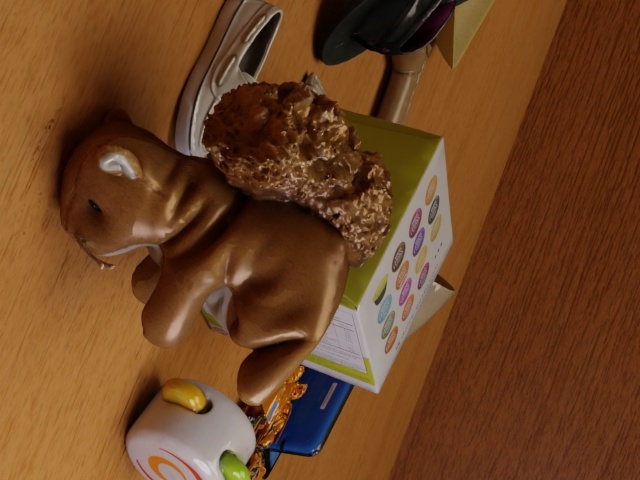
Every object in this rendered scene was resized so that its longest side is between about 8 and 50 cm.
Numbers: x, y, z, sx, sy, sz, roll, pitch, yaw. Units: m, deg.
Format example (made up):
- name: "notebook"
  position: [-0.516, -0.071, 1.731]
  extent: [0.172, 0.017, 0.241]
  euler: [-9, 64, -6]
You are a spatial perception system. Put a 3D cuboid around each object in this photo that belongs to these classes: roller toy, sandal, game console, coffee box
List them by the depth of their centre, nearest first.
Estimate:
- name: "roller toy"
  position: [-0.212, 0.329, 1.675]
  extent: [0.191, 0.209, 0.146]
  euler: [-33, -163, 49]
- name: "coffee box"
  position: [0.000, 0.000, 1.708]
  extent: [0.338, 0.338, 0.334]
  euler: [-62, 158, -24]
- name: "sandal"
  position: [0.199, -0.436, 1.859]
  extent: [0.445, 0.107, 0.167]
  euler: [-29, 157, -6]
- name: "game console"
  position: [-0.014, 0.402, 2.321]
  extent: [0.173, 0.250, 0.293]
  euler: [57, 48, -34]

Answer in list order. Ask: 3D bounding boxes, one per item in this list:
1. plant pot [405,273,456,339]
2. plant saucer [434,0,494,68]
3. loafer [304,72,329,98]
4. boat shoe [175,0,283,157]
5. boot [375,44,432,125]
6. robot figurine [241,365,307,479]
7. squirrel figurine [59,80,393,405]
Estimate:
- name: "plant pot"
  position: [0.145, 0.159, 2.463]
  extent: [0.274, 0.256, 0.256]
  euler: [-55, 162, 8]
- name: "plant saucer"
  position: [0.353, -0.645, 2.448]
  extent: [0.333, 0.081, 0.333]
  euler: [-58, 157, -31]
- name: "loafer"
  position: [-0.002, -0.269, 1.899]
  extent: [0.125, 0.045, 0.039]
  euler: [56, 49, -63]
- name: "boat shoe"
  position: [-0.132, -0.235, 1.504]
  extent: [0.267, 0.088, 0.096]
  euler: [-67, 161, -10]
- name: "boot"
  position: [0.167, -0.324, 2.241]
  extent: [0.236, 0.089, 0.269]
  euler: [8, 102, -70]
- name: "robot figurine"
  position: [-0.126, 0.391, 2.118]
  extent: [0.211, 0.085, 0.291]
  euler: [81, 33, -61]
- name: "squirrel figurine"
  position: [-0.120, -0.052, 1.292]
  extent: [0.397, 0.370, 0.281]
  euler: [-45, -163, 16]
